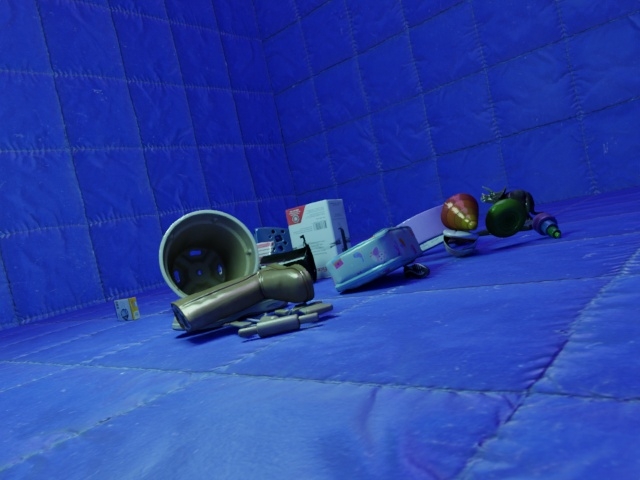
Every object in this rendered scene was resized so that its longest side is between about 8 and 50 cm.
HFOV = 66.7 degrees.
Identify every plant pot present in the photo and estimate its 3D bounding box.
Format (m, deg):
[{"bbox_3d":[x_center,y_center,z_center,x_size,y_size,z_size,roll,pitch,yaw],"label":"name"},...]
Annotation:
[{"bbox_3d":[-0.422,0.092,1.776,0.333,0.334,0.305,-13,-9,-24],"label":"plant pot"},{"bbox_3d":[-0.160,0.051,2.032,0.212,0.236,0.236,-7,0,-9],"label":"plant pot"}]

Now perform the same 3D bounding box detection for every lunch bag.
[{"bbox_3d":[0.151,0.053,1.356,0.224,0.108,0.279,-31,-10,26],"label":"lunch bag"}]

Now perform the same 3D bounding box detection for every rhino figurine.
[{"bbox_3d":[0.527,-0.020,1.908,0.106,0.073,0.243,-16,0,11],"label":"rhino figurine"}]

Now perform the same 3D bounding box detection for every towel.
[{"bbox_3d":[-0.243,0.104,1.848,0.144,0.197,0.029,-11,-27,32],"label":"towel"}]

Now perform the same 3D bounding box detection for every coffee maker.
[{"bbox_3d":[-0.116,0.079,1.684,0.178,0.171,0.120,-12,1,9],"label":"coffee maker"}]

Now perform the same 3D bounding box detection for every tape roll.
[{"bbox_3d":[0.352,-0.023,1.660,0.274,0.090,0.275,-23,-14,-6],"label":"tape roll"}]

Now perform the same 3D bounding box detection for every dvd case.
[{"bbox_3d":[0.786,-0.054,1.972,0.180,0.022,0.253,-15,3,-33],"label":"dvd case"}]

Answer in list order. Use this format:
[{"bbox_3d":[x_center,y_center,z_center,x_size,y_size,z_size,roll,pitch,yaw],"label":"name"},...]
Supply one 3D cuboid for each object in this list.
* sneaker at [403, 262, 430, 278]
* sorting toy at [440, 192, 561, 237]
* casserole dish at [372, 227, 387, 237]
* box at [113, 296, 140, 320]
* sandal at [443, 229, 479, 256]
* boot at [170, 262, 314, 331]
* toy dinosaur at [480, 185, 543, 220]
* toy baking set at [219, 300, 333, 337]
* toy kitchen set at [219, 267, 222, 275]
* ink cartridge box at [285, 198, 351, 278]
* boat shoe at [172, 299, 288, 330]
[{"bbox_3d":[0.261,0.076,1.283,0.043,0.040,0.109,-11,2,-18],"label":"sneaker"},{"bbox_3d":[0.548,-0.048,1.439,0.365,0.127,0.126,7,24,-8],"label":"sorting toy"},{"bbox_3d":[0.199,0.034,1.786,0.114,0.037,0.188,-12,-39,-53],"label":"casserole dish"},{"bbox_3d":[-0.721,0.256,1.805,0.136,0.081,0.028,-10,3,42],"label":"box"},{"bbox_3d":[0.442,0.014,1.517,0.102,0.076,0.265,9,0,22],"label":"sandal"},{"bbox_3d":[-0.175,0.137,1.101,0.269,0.089,0.236,-20,10,-28],"label":"boot"},{"bbox_3d":[0.848,-0.158,2.073,0.313,0.160,0.121,1,-6,-14],"label":"toy dinosaur"},{"bbox_3d":[-0.098,0.172,1.039,0.256,0.030,0.197,-13,-1,-1],"label":"toy baking set"},{"bbox_3d":[-0.350,0.163,2.153,0.166,0.122,0.207,-12,22,2],"label":"toy kitchen set"},{"bbox_3d":[0.000,0.000,1.800,0.197,0.273,0.114,-11,-1,37],"label":"ink cartridge box"},{"bbox_3d":[-0.232,0.157,1.245,0.302,0.098,0.109,-13,2,-23],"label":"boat shoe"}]
